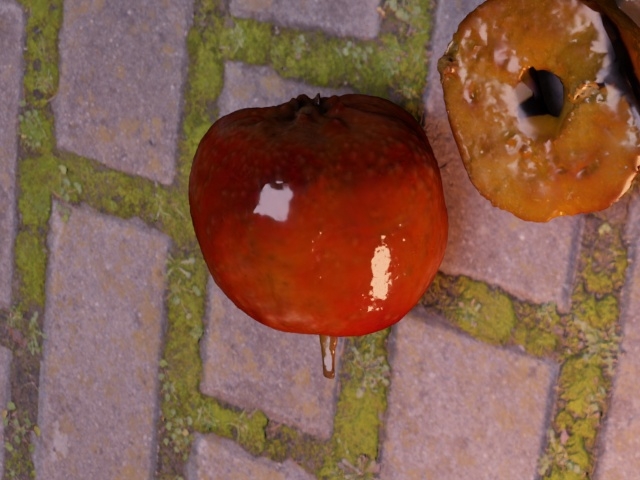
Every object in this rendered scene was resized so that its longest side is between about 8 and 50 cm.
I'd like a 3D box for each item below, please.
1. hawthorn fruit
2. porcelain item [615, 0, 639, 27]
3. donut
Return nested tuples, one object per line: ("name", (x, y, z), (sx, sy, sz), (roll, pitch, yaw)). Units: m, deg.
("hawthorn fruit", (0.000, 0.000, 1.869), (0.287, 0.287, 0.330), (8, 112, 35))
("porcelain item", (0.322, -0.260, 1.674), (0.216, 0.081, 0.069), (55, 134, 14))
("donut", (0.241, -0.146, 1.741), (0.253, 0.118, 0.253), (7, 102, 35))
